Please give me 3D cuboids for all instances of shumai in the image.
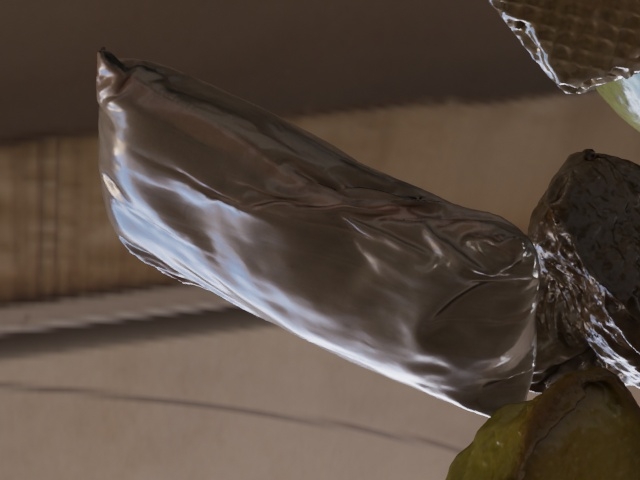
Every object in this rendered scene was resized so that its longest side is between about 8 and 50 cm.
[{"bbox_3d":[0.209,0.045,1.401,0.206,0.176,0.166,56,-141,-6],"label":"shumai"}]

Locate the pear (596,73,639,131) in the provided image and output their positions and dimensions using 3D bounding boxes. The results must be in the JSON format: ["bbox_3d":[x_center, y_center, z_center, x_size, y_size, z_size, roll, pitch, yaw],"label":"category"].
[{"bbox_3d":[0.389,-0.252,1.653,0.391,0.391,0.391,5,-132,-5],"label":"pear"}]

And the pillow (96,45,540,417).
[{"bbox_3d":[0.000,0.000,0.963,0.270,0.173,0.067,23,-124,10],"label":"pillow"}]

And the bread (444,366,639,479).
[{"bbox_3d":[0.085,0.168,0.621,0.161,0.233,0.088,-39,-158,-12],"label":"bread"}]

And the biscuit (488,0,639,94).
[{"bbox_3d":[0.075,-0.256,0.928,0.426,0.144,0.078,48,-139,-26],"label":"biscuit"}]
